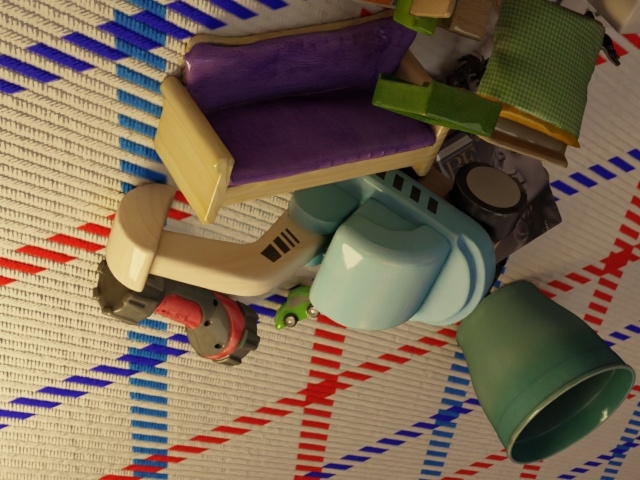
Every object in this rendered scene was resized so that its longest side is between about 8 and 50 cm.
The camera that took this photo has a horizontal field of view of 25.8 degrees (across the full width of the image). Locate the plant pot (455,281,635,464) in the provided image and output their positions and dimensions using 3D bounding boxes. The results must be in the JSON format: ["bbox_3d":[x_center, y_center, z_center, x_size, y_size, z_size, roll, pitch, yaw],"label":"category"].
[{"bbox_3d":[0.388,0.223,2.543,0.271,0.255,0.271,-24,149,-16],"label":"plant pot"}]

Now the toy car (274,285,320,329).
[{"bbox_3d":[0.024,0.074,2.139,0.225,0.053,0.239,-24,-177,13],"label":"toy car"}]

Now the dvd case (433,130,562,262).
[{"bbox_3d":[0.266,-0.082,2.097,0.164,0.018,0.221,-31,114,-16],"label":"dvd case"}]

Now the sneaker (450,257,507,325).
[{"bbox_3d":[0.232,0.029,2.281,0.146,0.102,0.293,-33,157,-3],"label":"sneaker"}]

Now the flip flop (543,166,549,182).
[{"bbox_3d":[0.227,-0.067,2.145,0.277,0.112,0.080,-24,122,-13],"label":"flip flop"}]

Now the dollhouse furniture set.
[{"bbox_3d":[0.242,-0.211,1.687,0.301,0.151,0.197,15,93,-26],"label":"dollhouse furniture set"}]

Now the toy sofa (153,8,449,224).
[{"bbox_3d":[-0.010,-0.159,1.727,0.362,0.150,0.177,-13,145,-32],"label":"toy sofa"}]

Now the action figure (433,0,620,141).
[{"bbox_3d":[0.261,-0.205,1.906,0.275,0.141,0.164,-35,146,30],"label":"action figure"}]

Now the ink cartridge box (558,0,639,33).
[{"bbox_3d":[0.489,-0.397,1.904,0.207,0.119,0.353,-7,140,-39],"label":"ink cartridge box"}]

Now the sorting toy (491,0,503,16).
[{"bbox_3d":[0.267,-0.339,1.851,0.075,0.045,0.083,-29,150,-23],"label":"sorting toy"}]

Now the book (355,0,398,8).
[{"bbox_3d":[0.083,-0.332,1.691,0.144,0.035,0.096,3,130,-47],"label":"book"}]

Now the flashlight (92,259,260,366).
[{"bbox_3d":[-0.201,0.102,1.957,0.103,0.103,0.304,-40,151,15],"label":"flashlight"}]

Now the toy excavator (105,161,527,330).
[{"bbox_3d":[0.000,0.000,1.853,0.445,0.433,0.222,-44,165,-47],"label":"toy excavator"}]
